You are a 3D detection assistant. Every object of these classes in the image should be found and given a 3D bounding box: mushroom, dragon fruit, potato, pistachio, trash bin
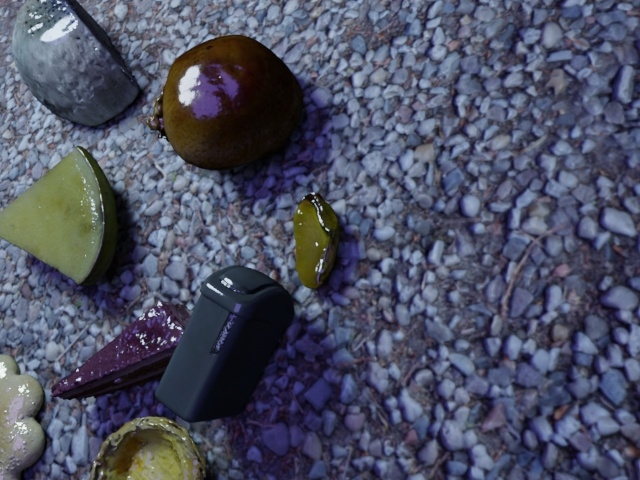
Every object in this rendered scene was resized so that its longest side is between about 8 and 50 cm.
[{"bbox_3d":[-0.185,-0.256,0.952,0.283,0.195,0.263,-18,74,14],"label":"mushroom"},{"bbox_3d":[-0.563,-0.397,1.119,0.204,0.221,0.283,-37,68,-1],"label":"dragon fruit"},{"bbox_3d":[-0.496,-0.005,1.034,0.269,0.112,0.255,-40,69,8],"label":"potato"},{"bbox_3d":[0.000,0.000,0.887,0.089,0.049,0.173,-18,69,40],"label":"pistachio"},{"bbox_3d":[-0.143,0.159,0.821,0.101,0.177,0.236,25,87,23],"label":"trash bin"}]

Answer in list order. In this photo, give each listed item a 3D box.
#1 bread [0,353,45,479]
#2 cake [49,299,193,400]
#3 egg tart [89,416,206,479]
[{"bbox_3d":[-0.674,0.382,1.010,0.316,0.054,0.316,-6,70,18],"label":"bread"},{"bbox_3d":[-0.332,0.202,0.910,0.295,0.116,0.113,-29,63,6],"label":"cake"},{"bbox_3d":[-0.274,0.392,0.843,0.212,0.090,0.213,-5,75,17],"label":"egg tart"}]
